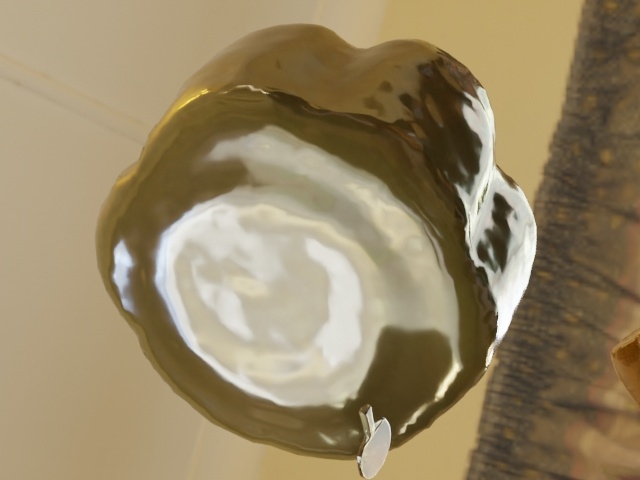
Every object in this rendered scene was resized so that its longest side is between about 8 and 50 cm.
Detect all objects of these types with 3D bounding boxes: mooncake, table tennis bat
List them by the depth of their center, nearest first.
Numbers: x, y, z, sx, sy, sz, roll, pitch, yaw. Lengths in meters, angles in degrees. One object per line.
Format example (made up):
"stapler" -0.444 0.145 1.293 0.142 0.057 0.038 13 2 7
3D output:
"table tennis bat" 0.043 0.168 1.007 0.050 0.007 0.083 -52 -35 -33
"mooncake" 0.000 0.000 1.315 0.262 0.467 0.467 -59 -44 -55

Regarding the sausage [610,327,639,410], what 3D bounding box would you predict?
"sausage" 0.451 0.229 1.321 0.112 0.112 0.328 -28 -101 -41
